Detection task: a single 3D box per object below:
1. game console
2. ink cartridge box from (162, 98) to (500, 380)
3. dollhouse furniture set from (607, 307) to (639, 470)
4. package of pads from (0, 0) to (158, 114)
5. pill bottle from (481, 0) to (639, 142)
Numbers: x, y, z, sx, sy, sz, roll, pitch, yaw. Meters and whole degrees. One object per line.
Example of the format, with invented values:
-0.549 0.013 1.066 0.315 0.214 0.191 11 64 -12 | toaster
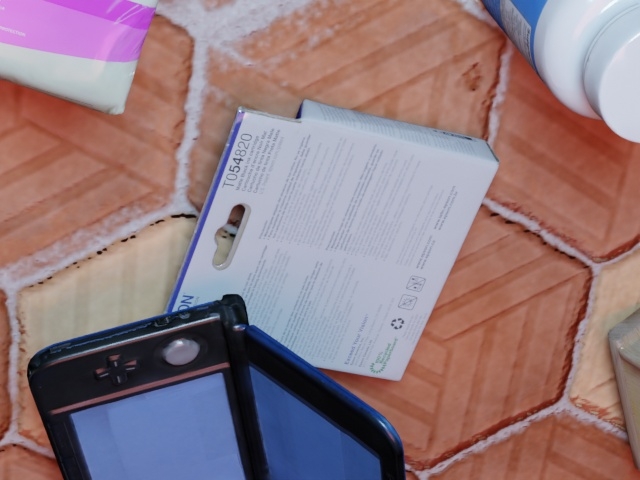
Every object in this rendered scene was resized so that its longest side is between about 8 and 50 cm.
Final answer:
-0.072 0.201 1.278 0.250 0.173 0.293 -15 139 -7 | game console
0.000 0.000 1.281 0.224 0.045 0.223 11 119 -23 | ink cartridge box
0.495 0.094 1.437 0.394 0.256 0.362 -34 129 -20 | dollhouse furniture set
-0.190 -0.250 0.991 0.229 0.101 0.297 15 102 -27 | package of pads
0.196 -0.160 1.129 0.124 0.221 0.124 -8 124 -13 | pill bottle
